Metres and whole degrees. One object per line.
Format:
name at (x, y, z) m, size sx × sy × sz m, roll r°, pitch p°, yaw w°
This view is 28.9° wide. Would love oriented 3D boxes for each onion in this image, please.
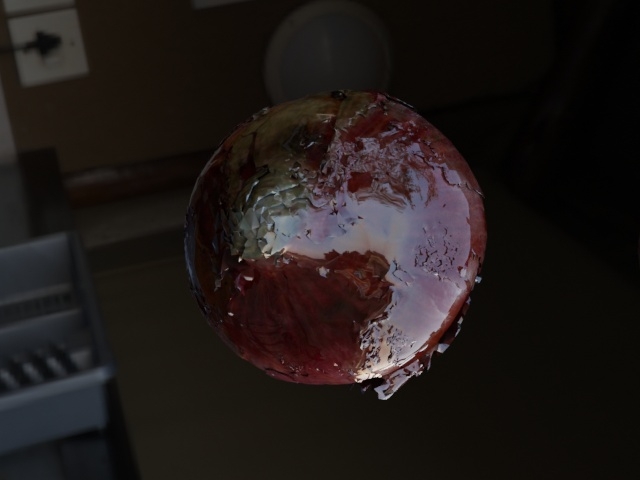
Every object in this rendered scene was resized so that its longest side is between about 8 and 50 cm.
onion at (0.000, 0.000, 0.701) m, size 0.147 × 0.183 × 0.184 m, roll 2°, pitch 74°, yaw -69°

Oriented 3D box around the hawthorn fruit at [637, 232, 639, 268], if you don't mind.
hawthorn fruit at (0.332, -0.010, 0.847) m, size 0.261 × 0.224 × 0.224 m, roll 55°, pitch 16°, yaw -62°
